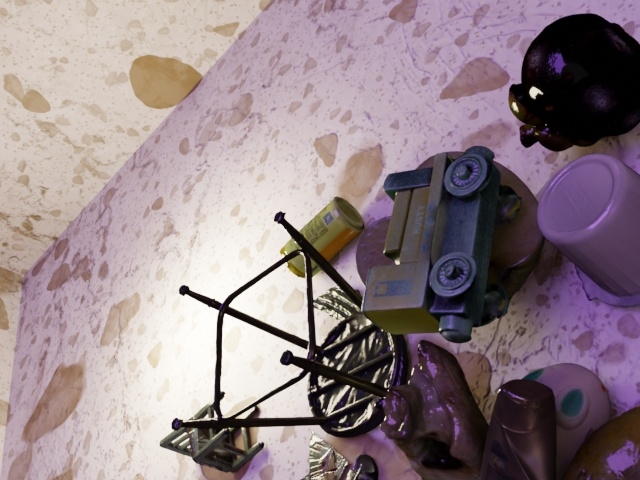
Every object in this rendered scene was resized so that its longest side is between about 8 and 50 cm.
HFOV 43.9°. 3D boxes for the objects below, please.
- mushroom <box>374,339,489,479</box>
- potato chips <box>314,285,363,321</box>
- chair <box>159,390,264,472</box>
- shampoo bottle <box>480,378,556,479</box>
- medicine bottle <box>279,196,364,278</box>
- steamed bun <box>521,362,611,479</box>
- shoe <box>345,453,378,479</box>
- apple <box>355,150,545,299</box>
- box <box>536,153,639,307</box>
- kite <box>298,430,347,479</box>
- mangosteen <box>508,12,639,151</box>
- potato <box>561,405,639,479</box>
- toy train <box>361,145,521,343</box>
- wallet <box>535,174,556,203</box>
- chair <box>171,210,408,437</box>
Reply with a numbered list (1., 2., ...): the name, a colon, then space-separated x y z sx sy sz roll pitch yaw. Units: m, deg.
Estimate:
1. mushroom: 0.243 0.319 1.470 0.211 0.292 0.218 3 58 41
2. potato chips: 0.045 0.156 2.026 0.207 0.028 0.092 16 78 52
3. chair: -0.287 0.535 2.071 0.270 0.136 0.147 -41 38 22
4. shampoo bottle: 0.324 0.398 1.309 0.125 0.084 0.350 16 113 43
5. medicine bottle: 0.000 0.000 2.114 0.239 0.124 0.124 -44 38 23
6. steamed bun: 0.400 0.318 1.387 0.228 0.130 0.177 -59 34 6
7. shoe: 0.076 0.542 1.695 0.071 0.049 0.179 -14 55 44
8. apple: 0.269 0.012 1.630 0.360 0.311 0.320 37 130 41
9. box: 0.527 -0.051 1.407 0.262 0.206 0.291 11 73 59
10. kite: -0.023 0.552 1.844 0.250 0.012 0.229 -34 39 33
11. mangosteen: 0.505 -0.305 1.579 0.287 0.287 0.233 -19 75 43
12. potato: 0.460 0.356 1.246 0.272 0.111 0.160 -50 1 10
13. toy train: 0.227 0.004 1.508 0.253 0.160 0.397 -7 59 38
14. wallet: 0.472 -0.084 1.595 0.095 0.033 0.190 -55 5 10
15. chair: -0.049 0.243 1.748 0.364 0.410 0.362 -34 43 32
